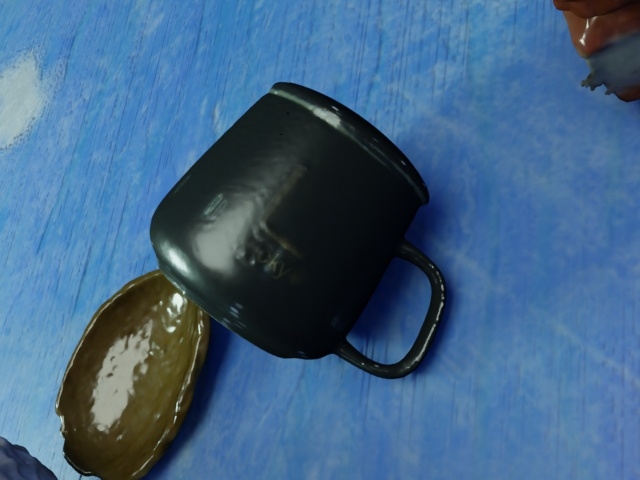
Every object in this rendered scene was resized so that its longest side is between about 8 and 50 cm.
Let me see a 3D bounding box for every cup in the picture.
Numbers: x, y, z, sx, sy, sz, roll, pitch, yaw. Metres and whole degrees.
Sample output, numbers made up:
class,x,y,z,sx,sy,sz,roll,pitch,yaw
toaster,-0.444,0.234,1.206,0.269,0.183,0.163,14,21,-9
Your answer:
class,x,y,z,sx,sy,sz,roll,pitch,yaw
cup,0.000,0.000,0.549,0.223,0.169,0.176,36,86,6

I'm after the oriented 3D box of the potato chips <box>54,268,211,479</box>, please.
class,x,y,z,sx,sy,sz,roll,pitch,yaw
potato chips,-0.164,0.122,0.671,0.150,0.049,0.201,17,80,37

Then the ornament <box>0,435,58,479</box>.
class,x,y,z,sx,sy,sz,roll,pitch,yaw
ornament,-0.304,0.273,0.584,0.260,0.225,0.259,14,120,26

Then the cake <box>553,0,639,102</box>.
class,x,y,z,sx,sy,sz,roll,pitch,yaw
cake,0.219,-0.279,0.386,0.270,0.319,0.269,-17,59,24
